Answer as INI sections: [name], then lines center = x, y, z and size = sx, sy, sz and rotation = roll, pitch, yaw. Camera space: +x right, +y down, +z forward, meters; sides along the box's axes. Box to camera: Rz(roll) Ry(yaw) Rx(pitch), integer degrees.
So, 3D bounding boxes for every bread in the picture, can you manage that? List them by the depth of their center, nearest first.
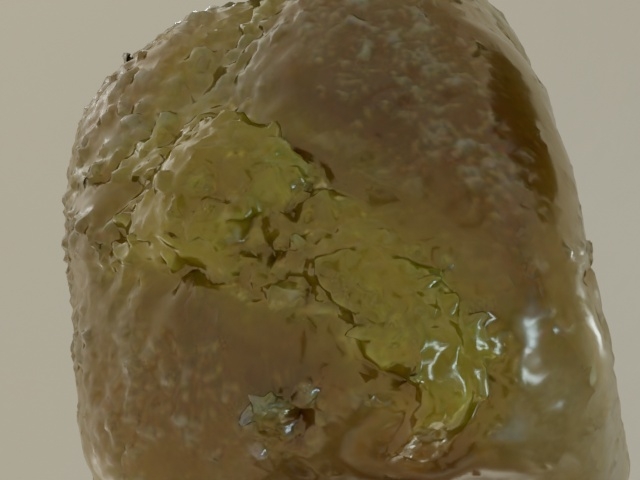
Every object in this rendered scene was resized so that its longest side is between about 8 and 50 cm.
[bread]
center = 0.000, 0.000, 0.681
size = 0.195, 0.176, 0.246
rotation = -16, -130, 7
